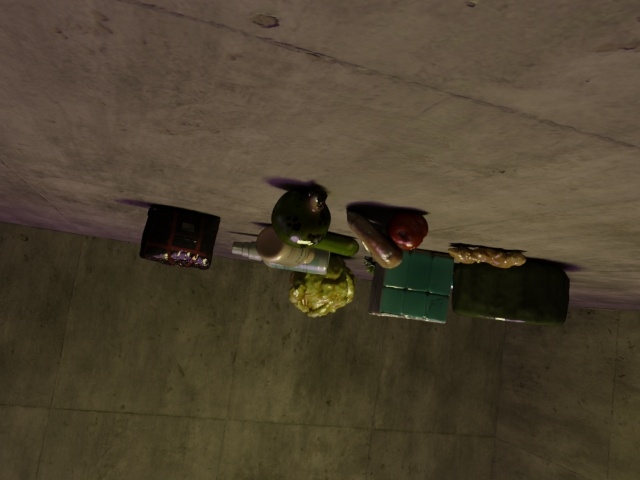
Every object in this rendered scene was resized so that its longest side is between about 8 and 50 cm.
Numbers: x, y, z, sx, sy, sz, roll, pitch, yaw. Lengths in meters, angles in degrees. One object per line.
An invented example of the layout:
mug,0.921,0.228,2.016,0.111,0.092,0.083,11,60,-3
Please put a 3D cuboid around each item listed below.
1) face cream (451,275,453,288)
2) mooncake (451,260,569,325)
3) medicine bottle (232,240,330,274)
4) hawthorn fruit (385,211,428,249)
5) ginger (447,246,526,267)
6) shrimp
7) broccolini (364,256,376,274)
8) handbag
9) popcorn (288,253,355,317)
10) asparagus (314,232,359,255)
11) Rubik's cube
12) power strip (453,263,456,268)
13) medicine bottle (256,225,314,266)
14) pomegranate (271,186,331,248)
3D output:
face cream,0.532,0.162,2.213,0.140,0.067,0.285,6,179,3
mooncake,0.601,0.161,1.727,0.357,0.194,0.356,6,177,0
medicine bottle,-0.144,0.049,1.970,0.352,0.110,0.110,7,173,4
hawthorn fruit,0.180,-0.026,1.151,0.093,0.093,0.093,8,173,1
ginger,0.451,0.047,1.520,0.176,0.052,0.193,5,176,-28
shrimp,0.123,-0.012,1.269,0.168,0.077,0.317,49,-174,0
broccolini,0.252,0.117,2.290,0.123,0.062,0.271,22,171,13
handbag,-0.416,-0.003,1.608,0.216,0.169,0.155,12,172,-23
popcorn,0.007,0.188,2.287,0.279,0.274,0.335,6,173,-1
asparagus,0.000,-0.002,1.623,0.278,0.060,0.067,13,-169,-39
Rubik's cube,0.300,0.151,1.814,0.225,0.230,0.221,10,173,-4
power strip,0.436,0.087,2.004,0.136,0.019,0.051,10,175,-19
medicine bottle,-0.100,0.028,1.731,0.114,0.114,0.252,5,172,25
pomegranate,-0.029,-0.053,1.059,0.122,0.122,0.161,11,145,-24
